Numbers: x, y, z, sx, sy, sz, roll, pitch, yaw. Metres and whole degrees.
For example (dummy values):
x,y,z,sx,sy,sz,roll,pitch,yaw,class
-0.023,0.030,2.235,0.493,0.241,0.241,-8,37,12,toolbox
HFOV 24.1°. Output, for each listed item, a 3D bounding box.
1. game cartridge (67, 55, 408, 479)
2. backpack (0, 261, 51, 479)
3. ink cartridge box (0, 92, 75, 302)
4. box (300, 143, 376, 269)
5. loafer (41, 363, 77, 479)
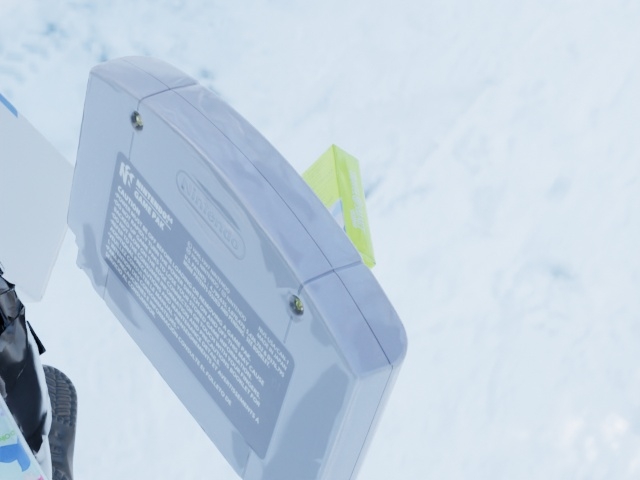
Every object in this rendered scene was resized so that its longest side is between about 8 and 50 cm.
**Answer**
x,y,z,sx,sy,sz,roll,pitch,yaw,class
-0.061,0.025,0.951,0.062,0.198,0.297,-17,52,-37,game cartridge
-0.235,0.062,0.776,0.191,0.253,0.225,-26,100,-16,backpack
-0.498,-0.070,1.572,0.395,0.285,0.166,0,59,29,ink cartridge box
0.000,0.000,1.477,0.042,0.109,0.178,29,33,-28,box
-0.277,0.226,1.405,0.080,0.078,0.220,34,45,-34,loafer
